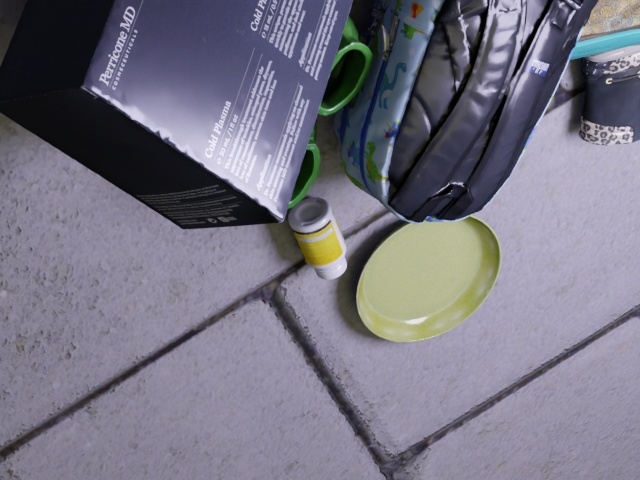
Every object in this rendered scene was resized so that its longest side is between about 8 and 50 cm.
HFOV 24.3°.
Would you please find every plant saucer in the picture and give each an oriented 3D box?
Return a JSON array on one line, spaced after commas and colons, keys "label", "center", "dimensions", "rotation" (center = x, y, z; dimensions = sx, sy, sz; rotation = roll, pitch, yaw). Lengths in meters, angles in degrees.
[{"label": "plant saucer", "center": [0.159, 0.049, 2.252], "dimensions": [0.240, 0.037, 0.241], "rotation": [-13, 128, -17]}]

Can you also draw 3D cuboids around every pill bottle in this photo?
[{"label": "pill bottle", "center": [0.000, 0.000, 2.119], "dimensions": [0.065, 0.065, 0.116], "rotation": [-27, 131, -5]}]

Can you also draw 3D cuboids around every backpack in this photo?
[{"label": "backpack", "center": [0.167, -0.196, 1.945], "dimensions": [0.290, 0.273, 0.356], "rotation": [2, 104, -40]}]

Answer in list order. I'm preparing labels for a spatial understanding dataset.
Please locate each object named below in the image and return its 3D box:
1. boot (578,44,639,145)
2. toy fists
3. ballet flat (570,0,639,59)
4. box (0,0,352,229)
[{"label": "boot", "center": [0.483, -0.238, 2.161], "dimensions": [0.236, 0.085, 0.179], "rotation": [-10, 130, -9]}, {"label": "toy fists", "center": [-0.035, -0.180, 1.918], "dimensions": [0.096, 0.142, 0.279], "rotation": [0, 126, -44]}, {"label": "ballet flat", "center": [0.468, -0.323, 2.016], "dimensions": [0.348, 0.123, 0.123], "rotation": [-6, 131, 7]}, {"label": "box", "center": [-0.154, -0.234, 1.679], "dimensions": [0.312, 0.179, 0.343], "rotation": [36, 63, -40]}]
